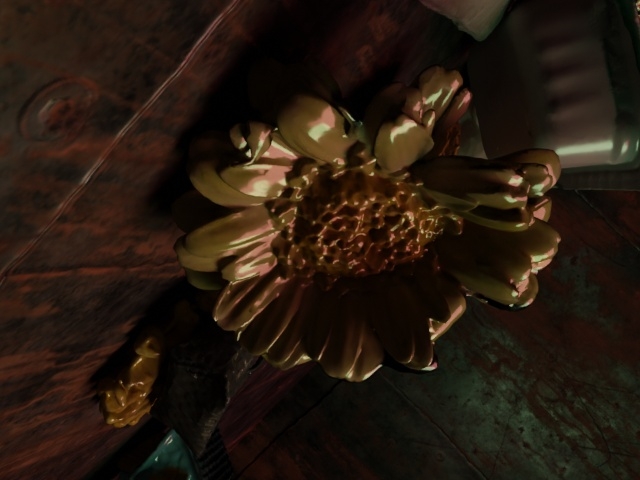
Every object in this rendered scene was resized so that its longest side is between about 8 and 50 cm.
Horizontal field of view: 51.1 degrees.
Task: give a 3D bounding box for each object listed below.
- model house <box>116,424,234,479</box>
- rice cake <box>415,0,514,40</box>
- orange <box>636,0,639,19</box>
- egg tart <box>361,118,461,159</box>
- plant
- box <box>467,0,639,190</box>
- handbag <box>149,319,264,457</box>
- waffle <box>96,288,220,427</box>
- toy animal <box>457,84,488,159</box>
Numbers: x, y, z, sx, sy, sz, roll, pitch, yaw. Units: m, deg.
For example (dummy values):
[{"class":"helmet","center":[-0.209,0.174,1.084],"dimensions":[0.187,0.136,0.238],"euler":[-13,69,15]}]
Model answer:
[{"class":"model house","center":[-0.288,0.423,1.265],"dimensions":[0.261,0.226,0.241],"euler":[77,22,-80]},{"class":"rice cake","center":[0.103,-0.225,0.557],"dimensions":[0.066,0.063,0.336],"euler":[-53,167,21]},{"class":"orange","center":[0.475,-0.396,0.992],"dimensions":[0.234,0.182,0.234],"euler":[-46,158,-24]},{"class":"egg tart","center":[0.090,-0.084,0.754],"dimensions":[0.074,0.191,0.191],"euler":[32,108,-34]},{"class":"plant","center":[0.022,-0.008,0.590],"dimensions":[0.297,0.306,0.261],"euler":[-159,-94,-74]},{"class":"box","center":[0.253,-0.176,0.773],"dimensions":[0.106,0.264,0.336],"euler":[-13,-176,0]},{"class":"handbag","center":[-0.116,0.154,0.834],"dimensions":[0.175,0.089,0.270],"euler":[-44,168,-41]},{"class":"waffle","center":[-0.181,0.141,0.873],"dimensions":[0.253,0.056,0.249],"euler":[-42,168,-21]},{"class":"toy animal","center":[0.224,-0.115,1.113],"dimensions":[0.357,0.194,0.258],"euler":[-40,180,45]}]
